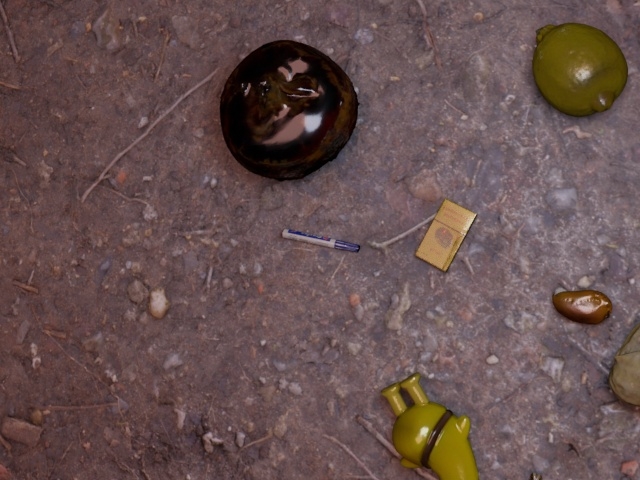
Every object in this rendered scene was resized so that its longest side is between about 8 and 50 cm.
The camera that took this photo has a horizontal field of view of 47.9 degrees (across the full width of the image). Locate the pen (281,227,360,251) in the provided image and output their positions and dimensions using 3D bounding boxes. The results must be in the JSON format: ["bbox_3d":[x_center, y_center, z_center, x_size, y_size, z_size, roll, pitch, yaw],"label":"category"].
[{"bbox_3d":[0.000,0.000,1.794,0.204,0.025,0.025,11,90,17],"label":"pen"}]

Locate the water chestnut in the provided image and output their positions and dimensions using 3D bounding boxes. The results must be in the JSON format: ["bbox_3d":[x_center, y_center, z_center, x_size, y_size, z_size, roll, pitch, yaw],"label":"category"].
[{"bbox_3d":[-0.093,-0.311,1.699,0.350,0.302,0.350,-1,86,12],"label":"water chestnut"}]

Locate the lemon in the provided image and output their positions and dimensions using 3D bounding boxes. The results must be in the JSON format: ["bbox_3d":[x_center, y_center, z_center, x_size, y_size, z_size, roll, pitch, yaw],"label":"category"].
[{"bbox_3d":[0.560,-0.376,1.572,0.184,0.184,0.248,-34,67,12],"label":"lemon"}]

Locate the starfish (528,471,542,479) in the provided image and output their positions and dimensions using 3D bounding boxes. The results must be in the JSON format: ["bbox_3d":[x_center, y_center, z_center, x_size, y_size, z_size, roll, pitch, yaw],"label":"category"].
[{"bbox_3d":[0.477,0.668,1.558,0.303,0.113,0.312,3,86,11],"label":"starfish"}]

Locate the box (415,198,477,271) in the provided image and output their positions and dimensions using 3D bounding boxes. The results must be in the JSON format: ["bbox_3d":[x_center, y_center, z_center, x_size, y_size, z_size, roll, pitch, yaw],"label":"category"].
[{"bbox_3d":[0.297,-0.012,1.706,0.087,0.023,0.155,29,95,14],"label":"box"}]

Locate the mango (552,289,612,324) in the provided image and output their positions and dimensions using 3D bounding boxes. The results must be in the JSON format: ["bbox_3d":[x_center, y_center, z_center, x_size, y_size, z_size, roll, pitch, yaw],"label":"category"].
[{"bbox_3d":[0.577,0.144,1.590,0.127,0.063,0.077,7,93,22],"label":"mango"}]

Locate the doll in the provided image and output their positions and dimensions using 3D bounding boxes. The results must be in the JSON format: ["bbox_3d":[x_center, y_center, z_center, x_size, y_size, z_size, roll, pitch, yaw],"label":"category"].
[{"bbox_3d":[0.268,0.478,1.620,0.199,0.145,0.363,-33,81,27],"label":"doll"}]

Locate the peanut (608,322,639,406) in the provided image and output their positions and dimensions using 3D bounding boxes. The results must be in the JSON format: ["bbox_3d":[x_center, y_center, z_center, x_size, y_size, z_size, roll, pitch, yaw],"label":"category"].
[{"bbox_3d":[0.756,0.229,1.486,0.340,0.158,0.174,-23,50,10],"label":"peanut"}]
